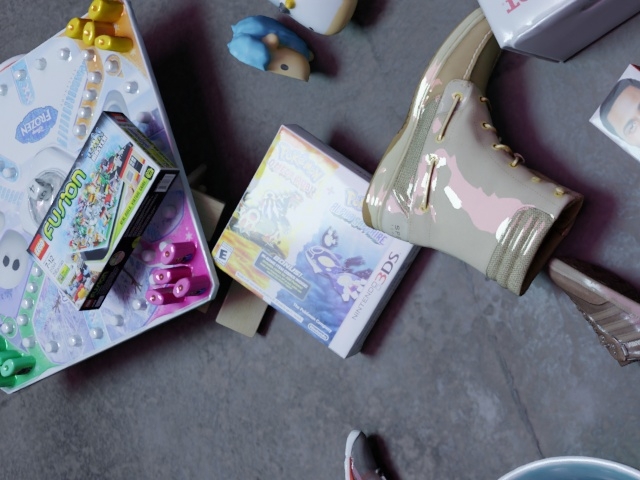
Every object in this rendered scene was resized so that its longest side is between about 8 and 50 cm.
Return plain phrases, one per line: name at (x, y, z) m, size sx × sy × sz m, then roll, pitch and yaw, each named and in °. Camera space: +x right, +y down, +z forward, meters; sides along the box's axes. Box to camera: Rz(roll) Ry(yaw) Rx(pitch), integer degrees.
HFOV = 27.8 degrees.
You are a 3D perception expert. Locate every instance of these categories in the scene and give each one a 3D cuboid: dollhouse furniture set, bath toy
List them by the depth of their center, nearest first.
bath toy at (0.006, -0.356, 1.445) m, size 0.151 × 0.129 × 0.348 m, roll 35°, pitch 109°, yaw 33°
dollhouse furniture set at (-0.116, 0.010, 1.589) m, size 0.151 × 0.123 × 0.144 m, roll 24°, pitch 106°, yaw 0°

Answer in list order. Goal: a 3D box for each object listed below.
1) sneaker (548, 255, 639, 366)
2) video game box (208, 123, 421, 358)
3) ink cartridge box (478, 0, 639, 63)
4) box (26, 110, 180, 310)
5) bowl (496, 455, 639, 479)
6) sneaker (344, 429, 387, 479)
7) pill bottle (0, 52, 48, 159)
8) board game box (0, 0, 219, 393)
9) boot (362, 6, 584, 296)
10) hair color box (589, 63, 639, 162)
sneaker at (0.288, 0.082, 1.249) m, size 0.188 × 0.066 × 0.071 m, roll 34°, pitch 109°, yaw 34°
video game box at (0.000, 0.000, 1.453) m, size 0.205 × 0.048 × 0.187 m, roll 35°, pitch 105°, yaw 16°
ink cartridge box at (0.232, -0.363, 1.268) m, size 0.223 × 0.129 × 0.307 m, roll -33°, pitch 69°, yaw 32°
box at (-0.253, -0.033, 1.488) m, size 0.114 × 0.036 × 0.207 m, roll 44°, pitch 114°, yaw 26°
bowl at (0.279, 0.347, 1.185) m, size 0.312 × 0.163 × 0.311 m, roll -2°, pitch 86°, yaw 37°
sneaker at (0.067, 0.285, 1.431) m, size 0.065 × 0.061 × 0.157 m, roll -13°, pitch 81°, yaw 9°
pill bottle at (-0.349, -0.138, 1.712) m, size 0.221 × 0.124 × 0.124 m, roll 47°, pitch 115°, yaw 29°
board game box at (-0.332, -0.048, 1.595) m, size 0.390 × 0.050 × 0.390 m, roll -25°, pitch 77°, yaw 32°
boot at (0.184, -0.093, 1.320) m, size 0.203 × 0.095 × 0.262 m, roll 27°, pitch 87°, yaw 25°
hair color box at (0.334, -0.099, 1.234) m, size 0.141 × 0.043 × 0.072 m, roll 46°, pitch 116°, yaw 30°
